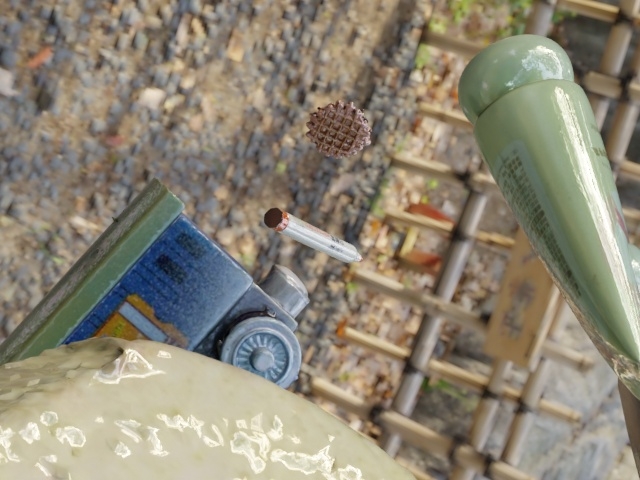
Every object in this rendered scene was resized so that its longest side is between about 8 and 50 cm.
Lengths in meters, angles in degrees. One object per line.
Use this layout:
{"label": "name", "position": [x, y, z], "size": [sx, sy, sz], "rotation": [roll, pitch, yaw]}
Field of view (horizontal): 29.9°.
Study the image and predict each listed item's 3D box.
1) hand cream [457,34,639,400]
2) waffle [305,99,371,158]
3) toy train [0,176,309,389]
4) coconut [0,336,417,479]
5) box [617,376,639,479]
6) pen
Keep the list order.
{"label": "hand cream", "position": [0.187, -0.013, 0.892], "size": [0.093, 0.306, 0.147], "rotation": [-21, 156, 9]}
{"label": "waffle", "position": [0.024, -0.137, 1.482], "size": [0.075, 0.083, 0.029], "rotation": [55, 28, -27]}
{"label": "toy train", "position": [-0.158, 0.107, 1.017], "size": [0.202, 0.131, 0.300], "rotation": [43, 86, -13]}
{"label": "coconut", "position": [-0.110, 0.254, 0.393], "size": [0.404, 0.404, 0.404], "rotation": [-33, 135, -41]}
{"label": "box", "position": [0.515, 0.332, 1.763], "size": [0.359, 0.091, 0.350], "rotation": [58, 19, -72]}
{"label": "pen", "position": [0.000, 0.000, 1.410], "size": [0.218, 0.026, 0.026], "rotation": [26, 88, -58]}
